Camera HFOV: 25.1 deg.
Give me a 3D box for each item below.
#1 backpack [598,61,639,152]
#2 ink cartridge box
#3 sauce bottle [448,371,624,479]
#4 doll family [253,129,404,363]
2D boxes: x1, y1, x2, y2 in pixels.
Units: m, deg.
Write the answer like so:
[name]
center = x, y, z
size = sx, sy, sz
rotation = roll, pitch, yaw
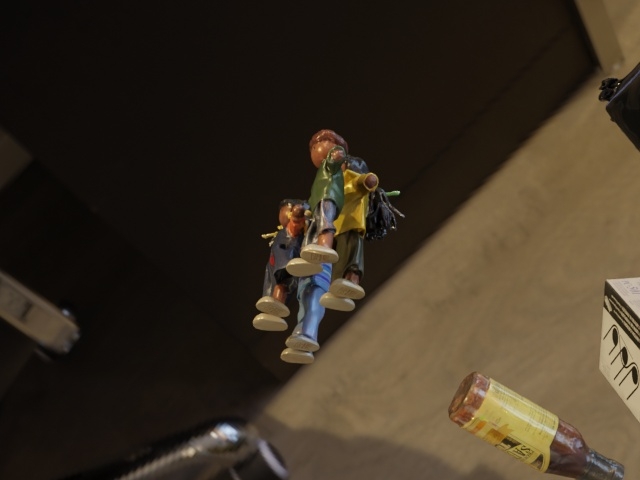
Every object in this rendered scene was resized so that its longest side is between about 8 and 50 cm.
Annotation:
[backpack]
center = 0.357, -0.146, 1.258
size = 0.173, 0.158, 0.117
rotation = -27, 78, -31
[ink cartridge box]
center = 0.305, 0.115, 1.285
size = 0.046, 0.097, 0.207
rotation = -3, 21, -8
[sauce bottle]
center = 0.151, 0.137, 0.998
size = 0.128, 0.042, 0.042
rotation = 30, 76, -4
[doll family]
center = 0.000, 0.000, 0.941
size = 0.076, 0.193, 0.111
rotation = 16, 58, -17
